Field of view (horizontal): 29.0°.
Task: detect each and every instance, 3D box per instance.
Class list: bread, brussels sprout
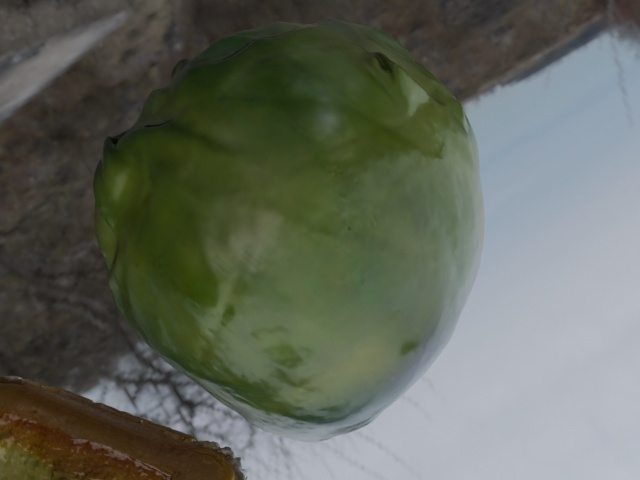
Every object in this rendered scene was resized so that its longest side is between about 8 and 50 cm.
[{"bbox_3d":[-0.211,0.234,1.195,0.119,0.288,0.153,29,78,-76],"label":"bread"},{"bbox_3d":[0.001,0.002,0.456,0.149,0.122,0.151,-49,152,7],"label":"brussels sprout"}]
